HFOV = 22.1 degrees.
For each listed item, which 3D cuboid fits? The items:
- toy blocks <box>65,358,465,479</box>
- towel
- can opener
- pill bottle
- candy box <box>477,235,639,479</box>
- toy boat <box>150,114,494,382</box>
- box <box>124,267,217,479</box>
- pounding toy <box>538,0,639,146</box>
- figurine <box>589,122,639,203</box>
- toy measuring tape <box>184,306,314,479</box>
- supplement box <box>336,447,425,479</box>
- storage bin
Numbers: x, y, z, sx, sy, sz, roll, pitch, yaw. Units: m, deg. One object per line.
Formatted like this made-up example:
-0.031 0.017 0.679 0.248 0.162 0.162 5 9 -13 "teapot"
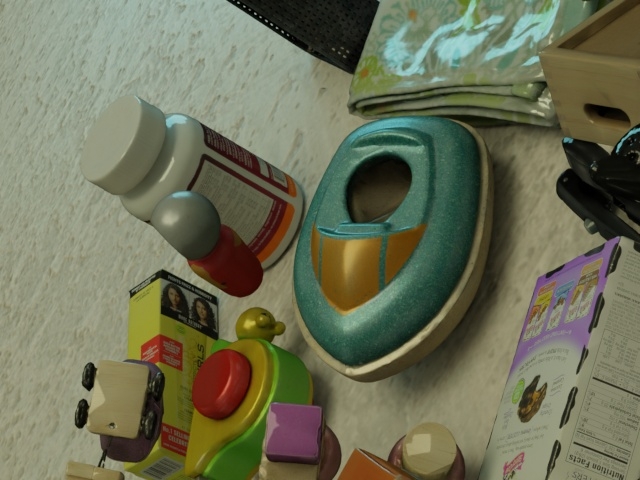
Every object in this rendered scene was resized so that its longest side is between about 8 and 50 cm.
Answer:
-0.049 0.272 1.350 0.260 0.309 0.288 82 -162 -75 "toy blocks"
0.190 -0.280 1.586 0.320 0.090 0.374 5 70 53 "towel"
0.252 -0.015 1.338 0.059 0.073 0.186 -45 45 8 "can opener"
-0.135 -0.060 1.727 0.121 0.221 0.121 -32 42 35 "pill bottle"
0.198 0.113 1.245 0.165 0.070 0.196 140 150 -72 "candy box"
0.000 0.000 1.514 0.318 0.148 0.267 -4 60 30 "toy boat"
-0.156 0.147 1.724 0.058 0.087 0.232 -35 40 33 "box"
0.287 -0.162 1.366 0.206 0.094 0.181 -35 28 -24 "pounding toy"
0.319 -0.077 1.155 0.215 0.209 0.092 -51 35 13 "figurine"
-0.070 0.207 1.544 0.121 0.121 0.330 -24 48 42 "toy measuring tape"
0.111 0.235 1.172 0.078 0.233 0.080 -61 23 -3 "supplement box"
-0.031 -0.268 1.783 0.084 0.180 0.122 -58 34 2 "storage bin"
